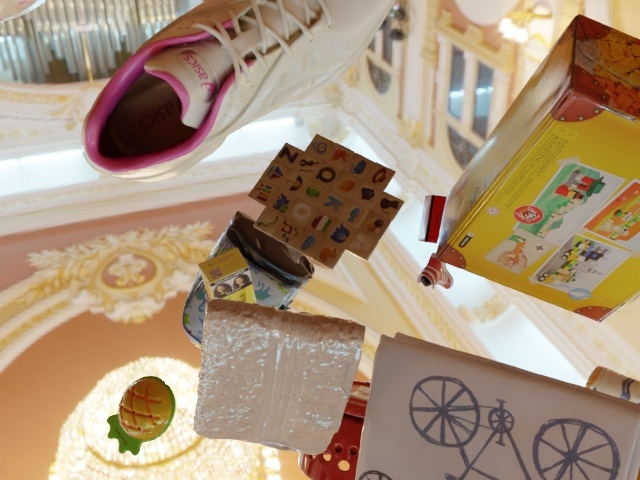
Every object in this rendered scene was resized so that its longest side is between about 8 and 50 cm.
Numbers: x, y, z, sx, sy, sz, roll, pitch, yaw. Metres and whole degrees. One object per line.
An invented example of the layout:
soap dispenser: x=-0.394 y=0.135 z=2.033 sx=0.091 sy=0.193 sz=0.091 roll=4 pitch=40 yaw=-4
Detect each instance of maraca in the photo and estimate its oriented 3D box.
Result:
maraca: x=-0.376 y=0.366 z=1.524 sx=0.127 sy=0.185 sz=0.099 roll=46 pitch=-168 yaw=20

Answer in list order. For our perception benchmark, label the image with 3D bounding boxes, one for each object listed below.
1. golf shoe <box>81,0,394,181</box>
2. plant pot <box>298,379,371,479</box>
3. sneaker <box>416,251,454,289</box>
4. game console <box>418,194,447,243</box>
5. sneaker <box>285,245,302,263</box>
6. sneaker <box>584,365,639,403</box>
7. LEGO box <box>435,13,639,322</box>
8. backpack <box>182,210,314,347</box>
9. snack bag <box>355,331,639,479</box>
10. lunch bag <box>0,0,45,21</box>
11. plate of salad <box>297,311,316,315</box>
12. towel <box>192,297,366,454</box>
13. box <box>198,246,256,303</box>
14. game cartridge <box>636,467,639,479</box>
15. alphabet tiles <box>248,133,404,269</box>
golf shoe: x=-0.056 y=-0.141 z=0.556 sx=0.306 sy=0.115 sz=0.140 roll=-38 pitch=-169 yaw=8
plant pot: x=0.064 y=0.366 z=1.391 sx=0.191 sy=0.174 sz=0.191 roll=10 pitch=-176 yaw=-1
sneaker: x=0.234 y=0.082 z=1.490 sx=0.042 sy=0.118 sz=0.067 roll=20 pitch=-114 yaw=36
game console: x=0.352 y=-0.061 z=2.178 sx=0.124 sy=0.143 sz=0.085 roll=9 pitch=-178 yaw=21
sneaker: x=0.000 y=0.000 z=1.914 sx=0.189 sy=0.071 sz=0.066 roll=-19 pitch=-158 yaw=-8
sneaker: x=0.686 y=0.402 z=1.613 sx=0.131 sy=0.296 sz=0.111 roll=11 pitch=-124 yaw=46
LEGO box: x=0.484 y=-0.095 z=1.308 sx=0.373 sy=0.500 sz=0.193 roll=21 pitch=-126 yaw=-5
backpack: x=-0.234 y=0.151 z=2.035 sx=0.290 sy=0.355 sz=0.273 roll=39 pitch=-154 yaw=-12
snack bag: x=0.185 y=0.309 z=0.849 sx=0.323 sy=0.342 sz=0.037 roll=12 pitch=-176 yaw=31
lunch bag: x=-0.477 y=-0.391 z=1.064 sx=0.224 sy=0.107 sz=0.279 roll=-20 pitch=-161 yaw=31
plate of salad: x=-0.010 y=0.240 z=1.483 sx=0.048 sy=0.199 sz=0.200 roll=-22 pitch=-162 yaw=35
towel: x=-0.060 y=0.180 z=0.901 sx=0.187 sy=0.282 sz=0.049 roll=10 pitch=-135 yaw=-3
box: x=-0.179 y=0.115 z=1.468 sx=0.087 sy=0.232 sz=0.058 roll=-24 pitch=-124 yaw=-16
game cartridge: x=0.505 y=0.497 z=1.205 sx=0.053 sy=0.285 sz=0.324 roll=18 pitch=-145 yaw=35
alphabet tiles: x=0.010 y=-0.098 z=1.736 sx=0.343 sy=0.011 sz=0.285 roll=28 pitch=-104 yaw=19
